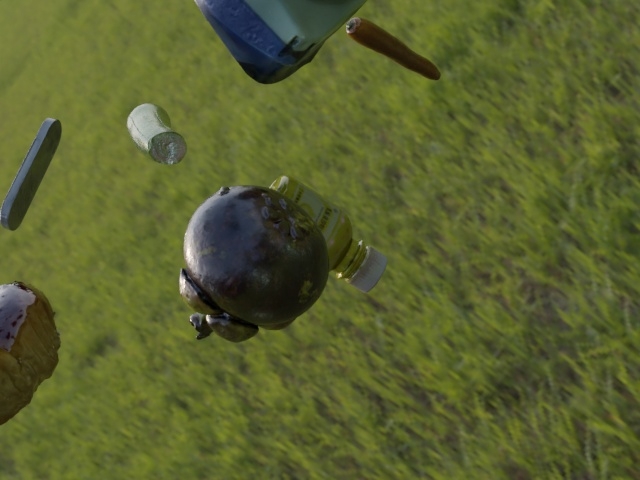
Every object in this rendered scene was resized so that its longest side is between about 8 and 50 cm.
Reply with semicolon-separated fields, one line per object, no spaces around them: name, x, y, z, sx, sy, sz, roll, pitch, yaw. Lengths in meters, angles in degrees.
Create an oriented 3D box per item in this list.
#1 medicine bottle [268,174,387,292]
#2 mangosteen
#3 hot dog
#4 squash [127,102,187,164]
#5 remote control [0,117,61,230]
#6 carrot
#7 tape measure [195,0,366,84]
medicine bottle;0.000;0.000;1.770;0.122;0.212;0.122;-55;12;17
mangosteen;-0.097;0.040;1.461;0.217;0.192;0.192;-51;20;28
hot dog;-0.615;0.216;1.907;0.365;0.196;0.367;-8;32;38
squash;-0.302;-0.195;2.073;0.083;0.083;0.250;-52;24;4
remote control;-0.553;-0.129;2.182;0.077;0.022;0.245;93;-165;-63
carrot;0.132;-0.332;1.995;0.043;0.248;0.043;-18;63;39
tape measure;-0.059;-0.378;1.594;0.138;0.262;0.259;-32;12;34
